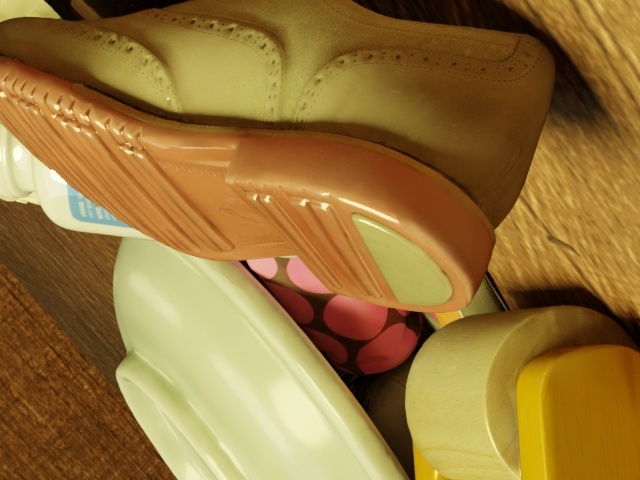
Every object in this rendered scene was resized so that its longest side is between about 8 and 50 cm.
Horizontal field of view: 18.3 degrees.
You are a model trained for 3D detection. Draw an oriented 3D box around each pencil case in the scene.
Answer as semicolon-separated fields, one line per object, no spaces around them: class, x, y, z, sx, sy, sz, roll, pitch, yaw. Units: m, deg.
pencil case;0.000;0.000;1.396;0.095;0.098;0.209;-14;133;21

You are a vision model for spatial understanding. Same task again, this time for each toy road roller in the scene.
toy road roller;0.201;0.199;1.254;0.202;0.240;0.329;169;94;-70

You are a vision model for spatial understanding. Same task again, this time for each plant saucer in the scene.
plant saucer;-0.055;0.154;1.517;0.400;0.100;0.400;48;165;17

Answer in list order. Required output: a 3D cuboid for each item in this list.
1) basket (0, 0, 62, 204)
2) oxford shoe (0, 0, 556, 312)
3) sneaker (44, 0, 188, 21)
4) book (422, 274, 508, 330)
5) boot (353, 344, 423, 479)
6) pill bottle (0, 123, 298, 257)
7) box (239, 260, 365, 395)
basket;-0.258;-0.143;1.424;0.289;0.201;0.255;16;-170;-44
oxford shoe;-0.042;-0.075;1.080;0.397;0.146;0.140;19;158;38
sneaker;-0.208;-0.214;1.233;0.162;0.106;0.281;-26;101;44
book;0.078;0.023;1.352;0.096;0.035;0.144;36;163;45
boot;0.185;0.208;1.471;0.338;0.118;0.223;45;162;-32
pill bottle;-0.109;-0.062;1.255;0.221;0.124;0.124;7;157;9
box;-0.064;0.089;1.823;0.184;0.103;0.261;51;165;-13
